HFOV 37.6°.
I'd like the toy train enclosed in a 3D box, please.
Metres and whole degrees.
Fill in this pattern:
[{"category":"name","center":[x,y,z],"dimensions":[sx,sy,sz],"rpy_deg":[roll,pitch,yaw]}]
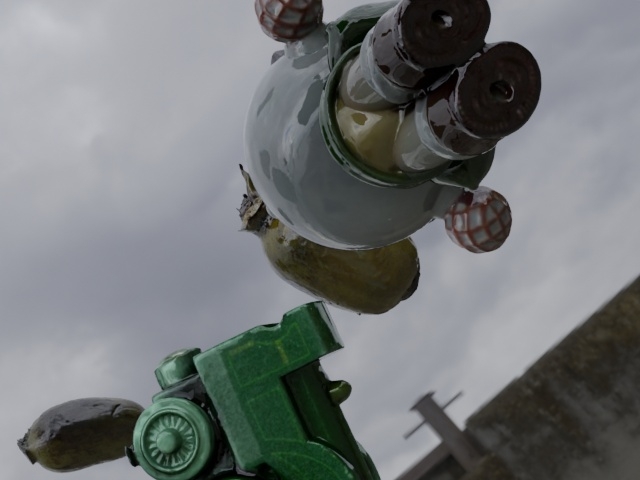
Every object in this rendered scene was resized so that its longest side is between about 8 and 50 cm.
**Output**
[{"category":"toy train","center":[-0.011,0.122,0.420],"dimensions":[0.104,0.178,0.071],"rpy_deg":[-27,-8,9]}]

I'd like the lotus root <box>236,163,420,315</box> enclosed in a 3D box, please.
[{"category":"lotus root","center":[-0.001,0.002,1.216],"dimensions":[0.154,0.278,0.154],"rpy_deg":[-58,10,16]}]

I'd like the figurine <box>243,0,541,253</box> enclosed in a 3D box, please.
[{"category":"figurine","center":[0.041,-0.086,0.722],"dimensions":[0.167,0.281,0.370],"rpy_deg":[-44,6,-15]}]

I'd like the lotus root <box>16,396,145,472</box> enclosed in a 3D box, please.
[{"category":"lotus root","center":[-0.307,0.253,1.240],"dimensions":[0.179,0.089,0.080],"rpy_deg":[-10,-26,-19]}]
